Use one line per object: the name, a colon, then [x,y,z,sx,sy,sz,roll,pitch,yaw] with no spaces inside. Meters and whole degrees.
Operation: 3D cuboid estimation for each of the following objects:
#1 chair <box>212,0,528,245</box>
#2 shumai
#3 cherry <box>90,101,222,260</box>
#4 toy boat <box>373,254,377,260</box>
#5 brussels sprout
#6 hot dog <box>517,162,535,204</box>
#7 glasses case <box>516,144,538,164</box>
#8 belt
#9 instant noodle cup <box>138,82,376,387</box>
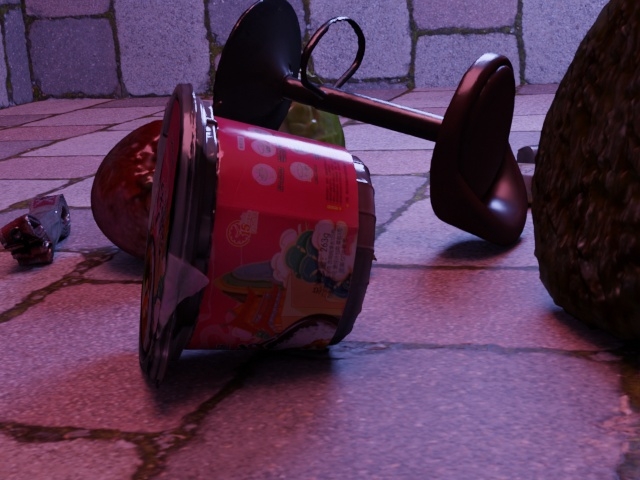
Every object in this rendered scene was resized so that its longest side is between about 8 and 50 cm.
chair: [0.087,-0.155,1.309,0.401,0.227,0.226,20,23,22]
shumai: [0.404,-0.059,0.948,0.348,0.395,0.395,15,9,-15]
cherry: [-0.201,-0.065,1.303,0.175,0.192,0.249,30,-17,-37]
toy boat: [0.000,0.000,1.234,0.072,0.064,0.206,-23,19,-14]
brussels sprout: [-0.065,-0.170,1.595,0.244,0.244,0.244,-4,14,1]
hot dog: [0.311,-0.081,1.495,0.099,0.053,0.192,-14,14,-40]
glasses case: [0.438,-0.150,1.771,0.190,0.042,0.072,-6,6,-10]
belt: [-0.376,-0.015,1.389,0.053,0.071,0.232,-11,11,-1]
instant noodle cup: [-0.057,-0.002,0.927,0.181,0.302,0.258,7,-32,-13]
